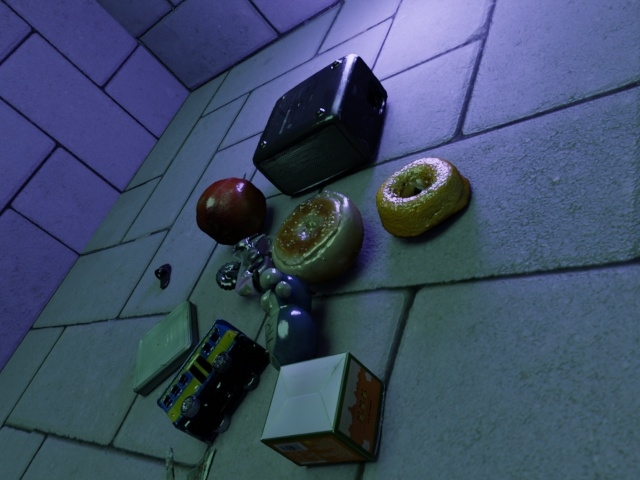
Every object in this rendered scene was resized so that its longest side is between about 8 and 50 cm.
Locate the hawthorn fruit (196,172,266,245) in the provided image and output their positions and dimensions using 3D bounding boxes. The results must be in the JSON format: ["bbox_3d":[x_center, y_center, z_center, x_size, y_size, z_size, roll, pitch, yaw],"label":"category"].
[{"bbox_3d":[-0.312,-0.134,1.948,0.254,0.254,0.300,-13,53,41],"label":"hawthorn fruit"}]

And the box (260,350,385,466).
[{"bbox_3d":[0.009,0.357,1.129,0.195,0.148,0.177,-22,37,34],"label":"box"}]

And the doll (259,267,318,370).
[{"bbox_3d":[-0.085,0.212,1.371,0.228,0.154,0.258,104,168,-54],"label":"doll"}]

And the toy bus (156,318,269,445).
[{"bbox_3d":[-0.284,0.375,1.458,0.287,0.138,0.175,-55,34,-13],"label":"toy bus"}]

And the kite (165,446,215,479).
[{"bbox_3d":[-0.382,0.655,1.377,0.335,0.011,0.314,-44,32,3],"label":"kite"}]

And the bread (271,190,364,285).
[{"bbox_3d":[0.000,0.000,1.529,0.306,0.159,0.305,-31,38,27],"label":"bread"}]

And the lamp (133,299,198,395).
[{"bbox_3d":[-0.528,0.358,1.842,0.269,0.047,0.266,-40,31,9],"label":"lamp"}]

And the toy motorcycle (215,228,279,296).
[{"bbox_3d":[-0.167,0.066,1.682,0.327,0.143,0.188,-35,39,-10],"label":"toy motorcycle"}]

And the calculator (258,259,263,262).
[{"bbox_3d":[-0.192,0.041,1.832,0.153,0.021,0.095,-25,38,35],"label":"calculator"}]

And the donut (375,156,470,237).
[{"bbox_3d":[0.261,-0.114,1.410,0.254,0.118,0.253,-21,31,13],"label":"donut"}]

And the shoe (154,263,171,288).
[{"bbox_3d":[-0.655,0.137,2.234,0.062,0.053,0.159,-42,35,13],"label":"shoe"}]

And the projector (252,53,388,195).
[{"bbox_3d":[-0.006,-0.404,1.907,0.405,0.242,0.395,-20,41,37],"label":"projector"}]
